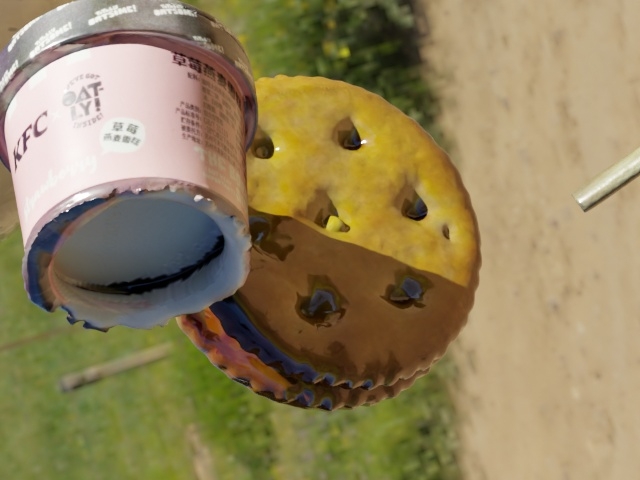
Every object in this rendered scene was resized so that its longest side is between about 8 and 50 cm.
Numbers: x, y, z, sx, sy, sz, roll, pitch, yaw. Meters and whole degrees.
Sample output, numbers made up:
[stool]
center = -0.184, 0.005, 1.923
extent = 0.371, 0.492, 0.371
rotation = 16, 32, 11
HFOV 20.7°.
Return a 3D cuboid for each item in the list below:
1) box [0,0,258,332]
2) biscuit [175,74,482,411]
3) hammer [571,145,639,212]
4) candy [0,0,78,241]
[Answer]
[box]
center = -0.104, -0.034, 0.955
extent = 0.151, 0.151, 0.135
rotation = 96, 168, -52
[biscuit]
center = 0.000, 0.000, 1.110
extent = 0.066, 0.220, 0.220
rotation = -49, 60, 54
[hammer]
center = 0.190, -0.069, 0.784
extent = 0.017, 0.182, 0.062
rotation = 54, -171, -14
[candy]
center = -0.270, -0.092, 1.247
extent = 0.185, 0.295, 0.295
rotation = 45, 151, 28
